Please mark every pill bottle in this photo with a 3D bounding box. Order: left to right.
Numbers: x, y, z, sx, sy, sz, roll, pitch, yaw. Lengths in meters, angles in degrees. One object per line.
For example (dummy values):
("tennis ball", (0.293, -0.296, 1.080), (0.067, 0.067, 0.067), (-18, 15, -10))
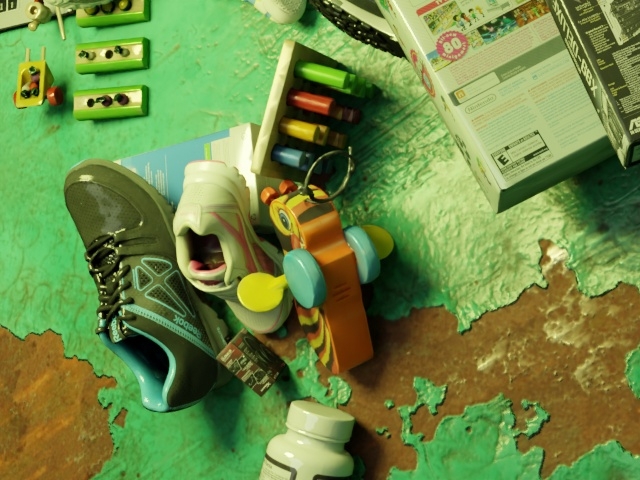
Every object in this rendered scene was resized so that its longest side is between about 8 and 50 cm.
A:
("pill bottle", (-0.021, 0.295, 1.589), (0.108, 0.108, 0.194), (17, 94, 33))

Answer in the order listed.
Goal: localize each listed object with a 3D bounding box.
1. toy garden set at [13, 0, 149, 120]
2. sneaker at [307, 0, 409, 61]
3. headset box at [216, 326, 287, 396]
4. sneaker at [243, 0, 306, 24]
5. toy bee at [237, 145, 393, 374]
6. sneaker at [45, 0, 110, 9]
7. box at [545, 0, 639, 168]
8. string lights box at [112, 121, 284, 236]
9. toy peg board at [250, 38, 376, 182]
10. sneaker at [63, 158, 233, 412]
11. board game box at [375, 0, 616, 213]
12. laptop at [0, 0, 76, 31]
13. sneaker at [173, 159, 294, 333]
("toy garden set", (-0.343, -0.293, 1.870), (0.203, 0.049, 0.244), (-2, 84, 20))
("sneaker", (0.106, -0.287, 1.582), (0.283, 0.107, 0.124), (28, 86, 23))
("headset box", (-0.088, 0.148, 1.657), (0.083, 0.062, 0.032), (42, 109, 0))
("sneaker", (-0.110, -0.353, 1.744), (0.240, 0.091, 0.126), (57, 139, 18))
("toy bee", (0.000, 0.000, 1.566), (0.162, 0.195, 0.298), (42, 126, 47))
("sneaker", (-0.291, -0.406, 1.813), (0.232, 0.090, 0.115), (-34, 70, -10))
("box", (0.396, -0.242, 1.319), (0.307, 0.076, 0.243), (-23, 71, 4))
("string lights box", (-0.169, -0.058, 1.742), (0.259, 0.076, 0.133), (-12, 79, 32))
("toy peg board", (-0.002, -0.144, 1.600), (0.079, 0.161, 0.161), (16, 94, 19))
("sneaker", (-0.229, 0.054, 1.664), (0.125, 0.139, 0.341), (-30, 93, 37))
("board game box", (0.216, -0.216, 1.432), (0.224, 0.097, 0.303), (-27, 74, -1))
("laptop", (-0.585, -0.510, 1.969), (0.407, 0.236, 0.382), (-5, 83, 33))
("sneaker", (-0.117, 0.029, 1.615), (0.102, 0.252, 0.111), (-4, 40, 31))
